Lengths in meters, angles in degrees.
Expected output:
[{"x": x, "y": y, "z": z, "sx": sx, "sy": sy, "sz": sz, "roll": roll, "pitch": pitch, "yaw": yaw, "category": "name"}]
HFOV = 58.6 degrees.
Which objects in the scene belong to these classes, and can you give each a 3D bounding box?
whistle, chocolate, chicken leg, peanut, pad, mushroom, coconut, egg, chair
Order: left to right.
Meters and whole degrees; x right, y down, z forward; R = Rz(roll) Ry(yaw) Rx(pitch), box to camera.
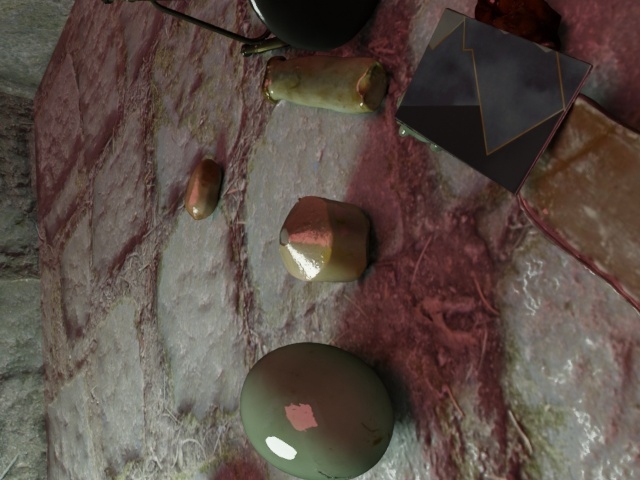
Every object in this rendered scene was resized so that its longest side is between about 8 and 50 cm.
[{"x": -0.282, "y": -0.122, "z": 1.372, "sx": 0.076, "sy": 0.076, "sz": 0.152, "roll": 17, "pitch": 93, "yaw": 50, "category": "peanut"}, {"x": -0.111, "y": -0.534, "z": 1.038, "sx": 0.410, "sy": 0.361, "sz": 0.365, "roll": 31, "pitch": 107, "yaw": 43, "category": "chair"}, {"x": -0.011, "y": 0.262, "z": 0.884, "sx": 0.282, "sy": 0.202, "sz": 0.203, "roll": 7, "pitch": 89, "yaw": 49, "category": "egg"}, {"x": -0.001, "y": -0.294, "z": 1.064, "sx": 0.312, "sy": 0.081, "sz": 0.100, "roll": 20, "pitch": 105, "yaw": 45, "category": "mushroom"}, {"x": 0.000, "y": 0.000, "z": 0.953, "sx": 0.147, "sy": 0.152, "sz": 0.147, "roll": -15, "pitch": 70, "yaw": 49, "category": "coconut"}, {"x": 0.189, "y": -0.175, "z": 0.802, "sx": 0.244, "sy": 0.092, "sz": 0.110, "roll": 31, "pitch": 106, "yaw": 50, "category": "whistle"}, {"x": 0.198, "y": -0.182, "z": 0.715, "sx": 0.243, "sy": 0.004, "sz": 0.164, "roll": 46, "pitch": 120, "yaw": 43, "category": "pad"}, {"x": 0.256, "y": -0.330, "z": 0.764, "sx": 0.113, "sy": 0.093, "sz": 0.305, "roll": -11, "pitch": 67, "yaw": 31, "category": "chicken leg"}, {"x": 0.336, "y": -0.038, "z": 0.615, "sx": 0.254, "sy": 0.080, "sz": 0.157, "roll": 55, "pitch": 138, "yaw": 41, "category": "chocolate"}]
